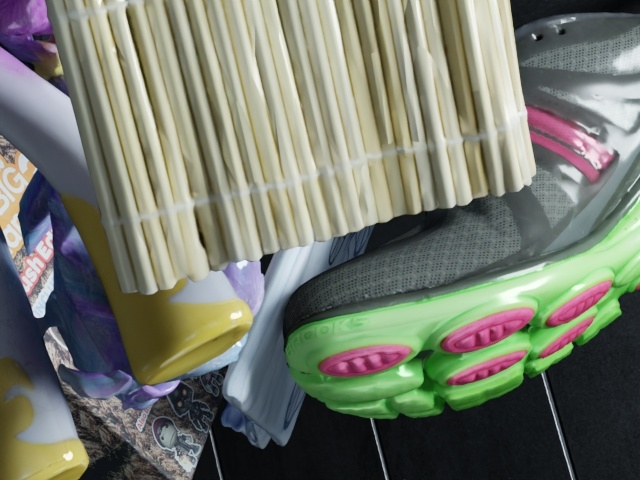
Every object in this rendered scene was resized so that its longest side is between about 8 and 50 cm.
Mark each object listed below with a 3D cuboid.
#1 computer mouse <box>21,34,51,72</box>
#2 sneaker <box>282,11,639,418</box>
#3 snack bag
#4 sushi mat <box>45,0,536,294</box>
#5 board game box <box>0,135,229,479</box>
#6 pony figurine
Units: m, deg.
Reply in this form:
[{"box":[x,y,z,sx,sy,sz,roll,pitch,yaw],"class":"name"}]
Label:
[{"box":[-0.138,-0.140,0.876,0.071,0.041,0.242,-10,166,-16],"class":"computer mouse"},{"box":[0.155,-0.040,1.064,0.483,0.202,0.185,-32,158,-25],"class":"sneaker"},{"box":[0.000,0.000,1.132,0.037,0.323,0.342,21,171,8],"class":"snack bag"},{"box":[-0.023,-0.146,0.435,0.151,0.316,0.019,-17,-158,-15],"class":"sushi mat"},{"box":[-0.246,0.066,1.064,0.232,0.141,0.291,-23,122,35],"class":"board game box"},{"box":[-0.178,-0.077,0.563,0.351,0.363,0.303,-27,164,-18],"class":"pony figurine"}]
